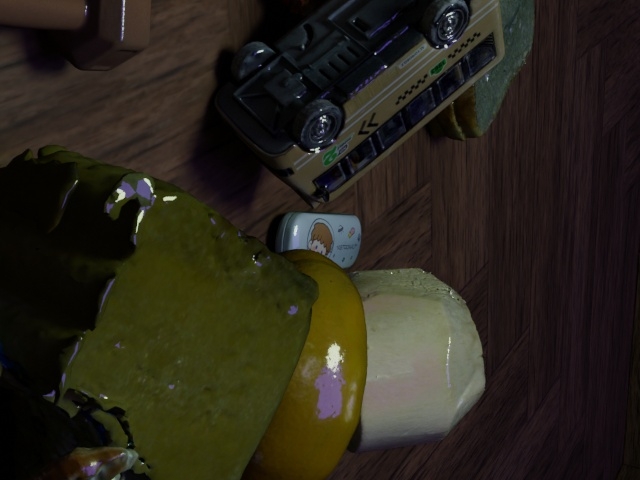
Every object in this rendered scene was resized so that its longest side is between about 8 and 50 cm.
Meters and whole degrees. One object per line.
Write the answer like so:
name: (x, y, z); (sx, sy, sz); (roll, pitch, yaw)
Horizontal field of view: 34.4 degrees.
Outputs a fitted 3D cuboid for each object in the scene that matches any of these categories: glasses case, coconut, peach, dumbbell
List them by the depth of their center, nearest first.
dumbbell: (-0.215, -0.169, 0.737); (0.231, 0.092, 0.082); (-13, 82, -61)
peach: (-0.038, 0.130, 1.020); (0.251, 0.153, 0.251); (-168, -90, -75)
glasses case: (0.000, 0.000, 1.234); (0.178, 0.045, 0.067); (-1, 99, -61)
coconut: (0.072, 0.144, 1.244); (0.241, 0.241, 0.241); (-29, 124, -56)

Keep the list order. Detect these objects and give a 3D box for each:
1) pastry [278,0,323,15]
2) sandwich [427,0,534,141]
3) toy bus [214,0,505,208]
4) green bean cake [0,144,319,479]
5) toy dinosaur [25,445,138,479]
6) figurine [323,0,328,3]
pastry: (-0.015, -0.320, 1.091); (0.087, 0.063, 0.169); (23, 82, -63)
sandwich: (0.233, -0.315, 1.512); (0.301, 0.099, 0.271); (-59, 146, -36)
toy bus: (0.045, -0.169, 1.059); (0.289, 0.139, 0.157); (-41, 145, -8)
green bean cake: (-0.180, 0.091, 0.795); (0.285, 0.202, 0.310); (-61, 148, -10)
toy dinosaur: (-0.293, 0.257, 0.666); (0.393, 0.092, 0.205); (-25, 153, -22)
figurine: (0.095, -0.323, 1.195); (0.103, 0.205, 0.260); (54, 36, -1)
